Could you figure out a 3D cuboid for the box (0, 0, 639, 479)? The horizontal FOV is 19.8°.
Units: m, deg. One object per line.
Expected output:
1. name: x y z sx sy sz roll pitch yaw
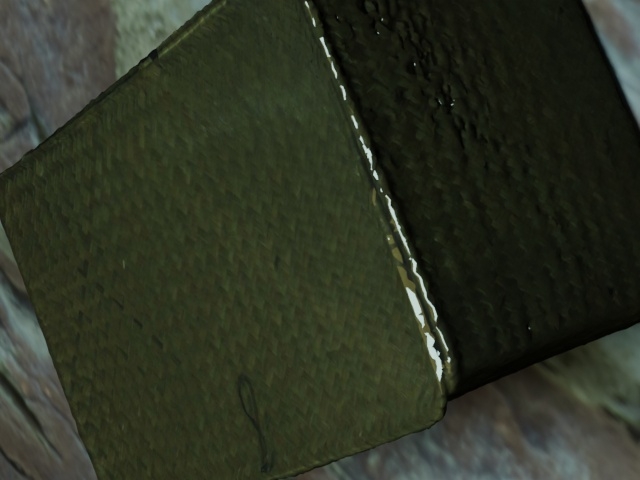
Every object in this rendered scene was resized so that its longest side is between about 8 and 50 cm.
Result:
1. box: -0.002 0.001 0.788 0.273 0.143 0.184 -30 79 53
